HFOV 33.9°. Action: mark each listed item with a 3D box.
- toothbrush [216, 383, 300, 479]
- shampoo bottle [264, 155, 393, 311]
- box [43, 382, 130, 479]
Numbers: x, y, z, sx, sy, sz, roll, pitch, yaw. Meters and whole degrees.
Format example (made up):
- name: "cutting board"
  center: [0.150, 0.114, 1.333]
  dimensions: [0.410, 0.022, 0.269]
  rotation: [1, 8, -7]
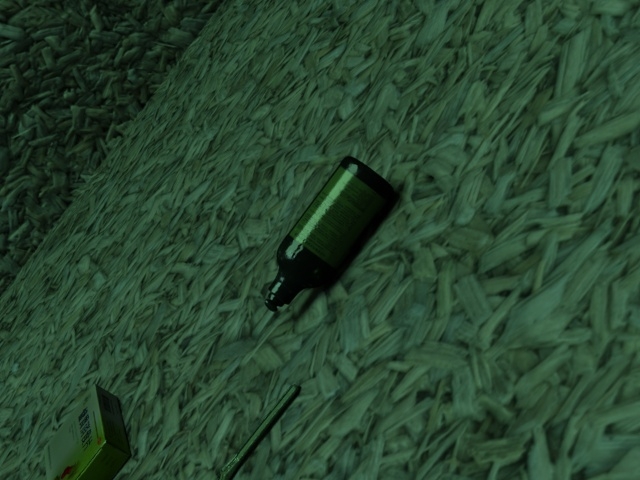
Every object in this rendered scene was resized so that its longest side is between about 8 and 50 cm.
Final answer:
- name: "toothbrush"
  center: [-0.128, 0.331, 1.591]
  dimensions: [0.294, 0.028, 0.026]
  rotation: [-47, 25, 1]
- name: "shampoo bottle"
  center: [0.000, 0.000, 1.715]
  dimensions: [0.284, 0.101, 0.101]
  rotation: [-53, 23, 0]
- name: "box"
  center: [-0.458, 0.410, 2.041]
  dimensions: [0.175, 0.062, 0.260]
  rotation: [-52, 23, 4]
